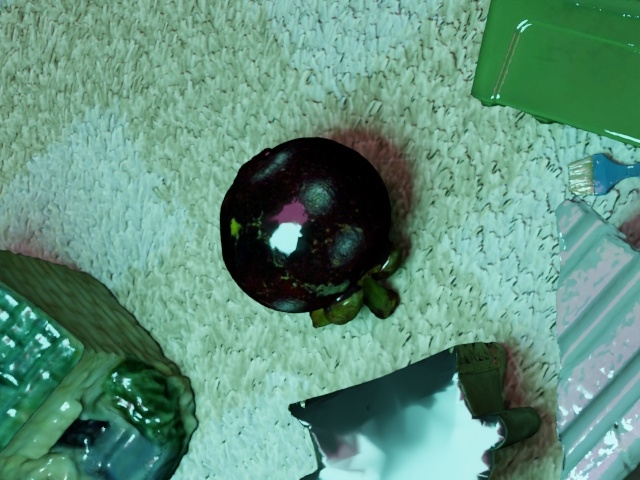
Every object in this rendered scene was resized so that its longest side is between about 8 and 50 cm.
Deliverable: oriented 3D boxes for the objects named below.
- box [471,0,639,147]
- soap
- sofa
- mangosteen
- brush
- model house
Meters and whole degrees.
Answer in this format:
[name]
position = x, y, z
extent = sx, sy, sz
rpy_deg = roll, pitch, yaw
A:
[box]
position = 0.345, -0.189, 1.652
extent = 0.328, 0.252, 0.178
rpy_deg = 20, 95, 33
[soap]
position = 0.298, 0.143, 1.650
extent = 0.258, 0.159, 0.302
rpy_deg = 44, 97, 23
[sofa]
position = 0.116, 0.236, 1.709
extent = 0.258, 0.200, 0.182
rpy_deg = -22, 81, 19
[mangosteen]
position = 0.000, 0.000, 1.811
extent = 0.228, 0.228, 0.265
rpy_deg = -39, 103, 13
[brush]
position = 0.375, -0.083, 1.746
extent = 0.164, 0.014, 0.051
rpy_deg = -6, 78, 24
[model house]
position = -0.455, 0.247, 1.860
extent = 0.445, 0.400, 0.395
rpy_deg = -47, 61, 9
